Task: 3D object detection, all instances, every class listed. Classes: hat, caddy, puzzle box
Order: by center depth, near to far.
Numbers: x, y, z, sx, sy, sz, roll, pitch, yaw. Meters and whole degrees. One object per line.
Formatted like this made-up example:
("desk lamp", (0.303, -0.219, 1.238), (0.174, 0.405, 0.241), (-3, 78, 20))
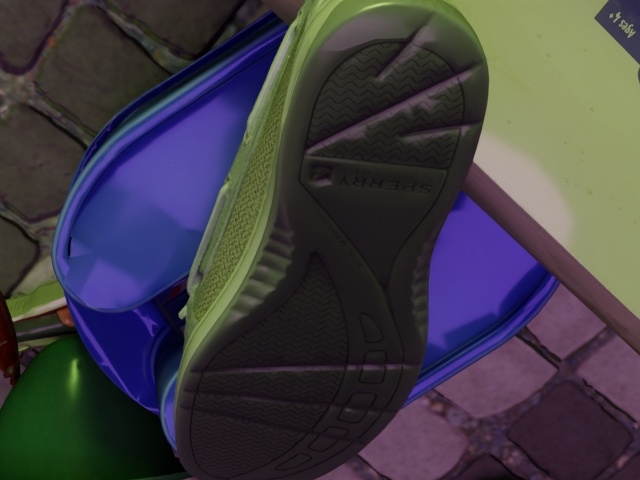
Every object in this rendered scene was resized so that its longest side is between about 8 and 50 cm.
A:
("puzzle box", (0.127, -0.161, 0.829), (0.409, 0.052, 0.272), (43, 76, -11))
("caddy", (-0.003, -0.015, 0.942), (0.341, 0.179, 0.241), (-32, 96, 4))
("hat", (-0.167, 0.072, 1.046), (0.173, 0.208, 0.183), (-2, 87, -8))

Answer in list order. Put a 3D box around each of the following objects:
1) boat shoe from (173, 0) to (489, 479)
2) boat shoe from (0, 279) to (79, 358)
("boat shoe", (-0.002, -0.001, 0.776), (0.118, 0.103, 0.320), (7, 127, -11))
("boat shoe", (-0.213, 0.064, 1.075), (0.137, 0.049, 0.043), (-18, 116, 8))
